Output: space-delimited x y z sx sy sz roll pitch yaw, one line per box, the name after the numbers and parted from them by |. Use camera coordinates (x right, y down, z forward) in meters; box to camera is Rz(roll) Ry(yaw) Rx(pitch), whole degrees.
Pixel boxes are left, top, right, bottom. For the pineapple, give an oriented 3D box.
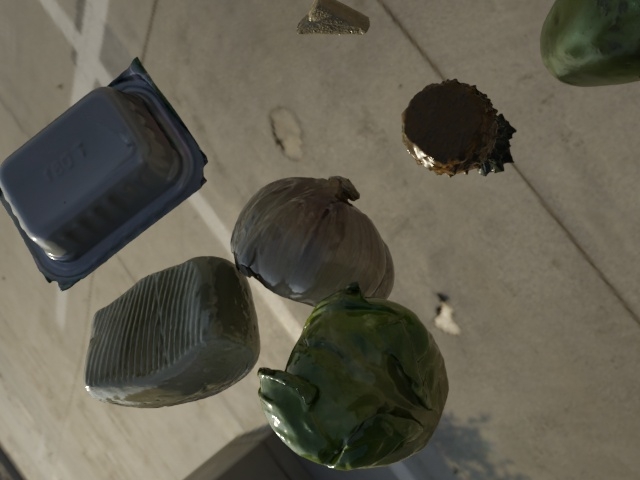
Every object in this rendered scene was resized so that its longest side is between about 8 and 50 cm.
0.202 -0.141 1.121 0.128 0.248 0.128 -1 88 26 | pineapple

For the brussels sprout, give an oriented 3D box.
0.056 0.209 1.213 0.294 0.259 0.227 26 166 -21 | brussels sprout

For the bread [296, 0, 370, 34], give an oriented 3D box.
0.033 -0.533 2.024 0.152 0.077 0.105 26 133 -15 | bread

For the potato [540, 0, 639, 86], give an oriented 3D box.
0.469 -0.343 1.243 0.304 0.216 0.216 1 122 61 | potato

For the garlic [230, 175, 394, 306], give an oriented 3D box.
-0.005 0.016 1.525 0.322 0.322 0.241 42 124 23 | garlic

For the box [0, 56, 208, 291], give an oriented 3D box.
-0.375 -0.116 1.309 0.264 0.337 0.106 54 -177 20 | box

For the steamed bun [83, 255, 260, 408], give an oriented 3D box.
-0.275 0.207 1.646 0.236 0.383 0.247 36 -144 -44 | steamed bun
